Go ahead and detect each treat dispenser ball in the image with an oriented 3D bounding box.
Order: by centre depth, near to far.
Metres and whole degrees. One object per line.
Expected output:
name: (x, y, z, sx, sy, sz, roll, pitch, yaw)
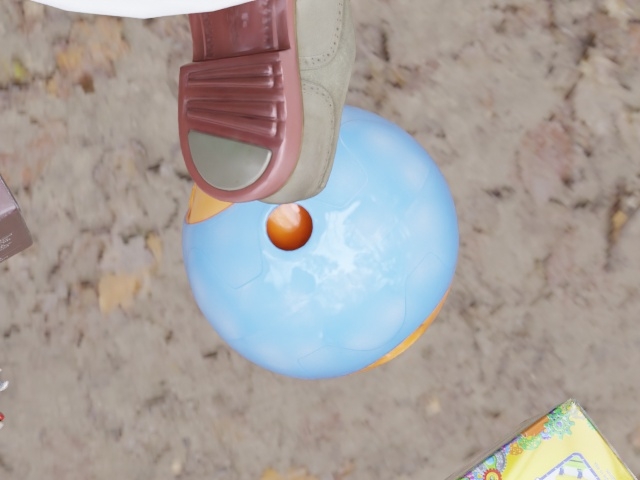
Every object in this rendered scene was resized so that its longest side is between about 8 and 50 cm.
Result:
treat dispenser ball: (0.000, 0.000, 1.568, 0.288, 0.288, 0.288, -4, 109, -10)

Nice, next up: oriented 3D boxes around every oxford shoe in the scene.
oxford shoe: (-0.034, -0.198, 1.161, 0.123, 0.130, 0.348, 6, 89, 30)

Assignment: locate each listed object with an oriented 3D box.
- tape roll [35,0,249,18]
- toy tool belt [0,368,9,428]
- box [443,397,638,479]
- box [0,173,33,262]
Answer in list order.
tape roll: (-0.069, -0.229, 0.574, 0.286, 0.100, 0.286, -7, 131, -8)
toy tool belt: (-0.282, 0.115, 1.231, 0.083, 0.052, 0.051, 39, 89, -9)
box: (0.166, 0.314, 1.474, 0.279, 0.290, 0.177, -36, 82, -8)
box: (-0.424, -0.043, 1.610, 0.168, 0.203, 0.167, -29, 83, -11)
